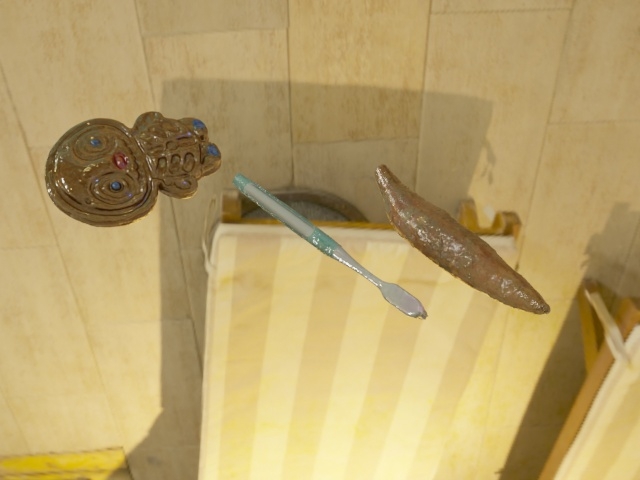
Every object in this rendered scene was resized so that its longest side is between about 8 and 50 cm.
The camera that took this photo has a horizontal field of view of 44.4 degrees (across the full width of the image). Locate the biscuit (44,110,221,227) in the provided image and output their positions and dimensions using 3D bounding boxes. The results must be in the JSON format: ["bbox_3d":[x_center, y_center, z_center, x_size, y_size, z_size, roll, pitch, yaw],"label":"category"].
[{"bbox_3d":[-0.188,-0.079,0.784,0.175,0.124,0.026,-22,159,-23],"label":"biscuit"}]

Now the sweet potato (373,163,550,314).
[{"bbox_3d":[0.160,0.007,0.980,0.072,0.314,0.066,-27,137,-22],"label":"sweet potato"}]

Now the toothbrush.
[{"bbox_3d":[0.000,0.000,0.447,0.011,0.167,0.014,-54,141,0],"label":"toothbrush"}]
